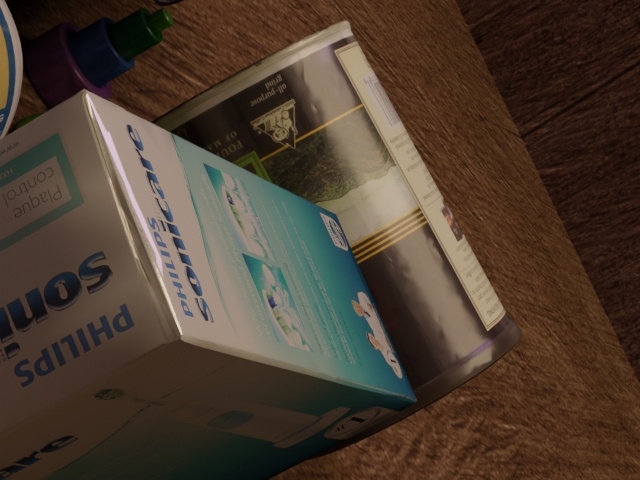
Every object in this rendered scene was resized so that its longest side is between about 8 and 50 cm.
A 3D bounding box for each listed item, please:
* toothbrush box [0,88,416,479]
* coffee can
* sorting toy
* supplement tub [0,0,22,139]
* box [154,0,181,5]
[{"bbox_3d":[-0.112,0.061,0.903,0.126,0.216,0.295,66,17,17],"label":"toothbrush box"},{"bbox_3d":[0.000,0.000,1.399,0.275,0.201,0.201,61,15,-2],"label":"coffee can"},{"bbox_3d":[-0.119,-0.035,1.218,0.127,0.126,0.365,47,22,-43],"label":"sorting toy"},{"bbox_3d":[-0.237,-0.073,0.859,0.144,0.144,0.199,60,15,-6],"label":"supplement tub"},{"bbox_3d":[-0.071,-0.468,1.356,0.480,0.297,0.471,-96,166,-74],"label":"box"}]
